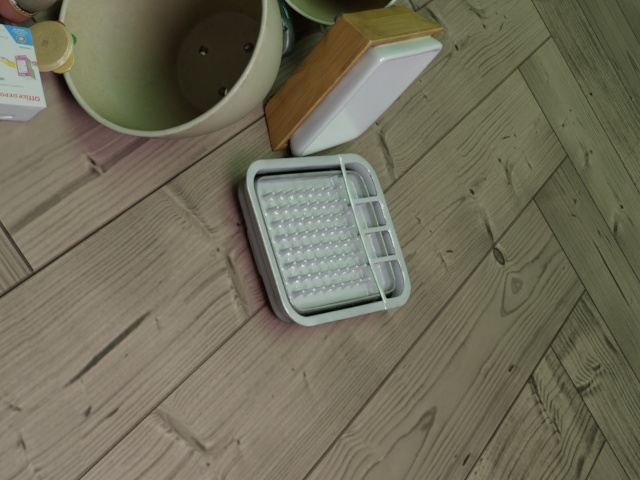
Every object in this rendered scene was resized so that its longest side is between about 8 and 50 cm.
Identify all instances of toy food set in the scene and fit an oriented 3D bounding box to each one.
[{"bbox_3d":[-0.391,-0.278,1.547,0.020,0.083,0.082,85,4,-74],"label":"toy food set"}]

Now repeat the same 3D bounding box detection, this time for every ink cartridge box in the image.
[{"bbox_3d":[-0.435,-0.230,1.482,0.088,0.052,0.122,-2,75,-48],"label":"ink cartridge box"}]

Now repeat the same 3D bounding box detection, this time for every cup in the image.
[{"bbox_3d":[-0.187,-0.295,1.620,0.237,0.331,0.331,18,56,-69],"label":"cup"}]

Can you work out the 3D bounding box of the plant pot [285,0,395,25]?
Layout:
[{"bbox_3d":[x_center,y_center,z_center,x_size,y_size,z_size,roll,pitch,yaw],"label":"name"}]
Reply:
[{"bbox_3d":[0.043,-0.526,1.998,0.256,0.256,0.274,59,9,-8],"label":"plant pot"}]

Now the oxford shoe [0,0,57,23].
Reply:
[{"bbox_3d":[-0.397,-0.482,1.568,0.123,0.130,0.348,28,54,-60],"label":"oxford shoe"}]

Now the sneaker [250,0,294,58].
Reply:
[{"bbox_3d":[-0.126,-0.436,1.911,0.267,0.101,0.106,64,18,-1],"label":"sneaker"}]

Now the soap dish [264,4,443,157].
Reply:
[{"bbox_3d":[0.051,-0.280,1.872,0.229,0.291,0.118,-23,74,-50],"label":"soap dish"}]

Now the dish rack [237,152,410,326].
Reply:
[{"bbox_3d":[0.000,0.000,1.833,0.333,0.072,0.285,-8,79,-49],"label":"dish rack"}]
